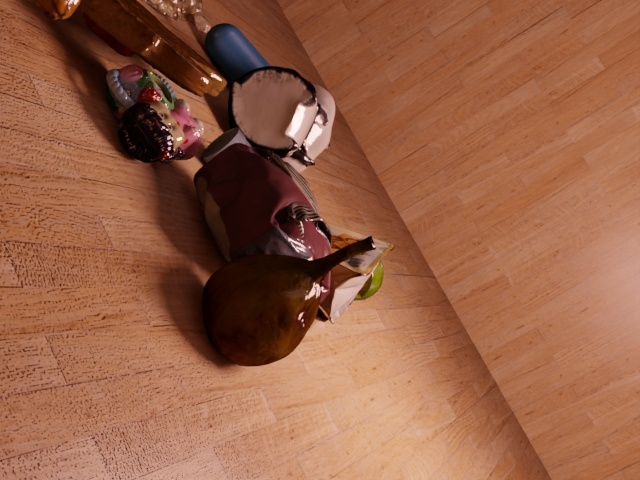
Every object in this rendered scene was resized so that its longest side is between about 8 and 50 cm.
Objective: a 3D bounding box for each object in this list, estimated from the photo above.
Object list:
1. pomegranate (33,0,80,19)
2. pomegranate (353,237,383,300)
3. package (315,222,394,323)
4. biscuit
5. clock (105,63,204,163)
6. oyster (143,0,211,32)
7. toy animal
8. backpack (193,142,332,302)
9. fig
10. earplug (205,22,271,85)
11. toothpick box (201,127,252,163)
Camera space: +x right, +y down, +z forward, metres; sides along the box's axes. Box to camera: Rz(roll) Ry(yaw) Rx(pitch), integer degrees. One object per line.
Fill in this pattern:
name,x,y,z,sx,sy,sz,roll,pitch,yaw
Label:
pomegranate,-0.403,-0.507,1.285,0.410,0.410,0.410,53,15,-21
pomegranate,0.100,0.069,2.163,0.122,0.169,0.143,31,20,-53
package,0.016,0.079,1.958,0.221,0.165,0.311,18,14,11
biscuit,-0.346,-0.392,1.642,0.368,0.076,0.394,40,7,-7
clock,-0.302,-0.219,1.543,0.194,0.100,0.195,53,12,-4
oyster,-0.415,-0.662,2.082,0.396,0.111,0.204,40,19,-41
toy animal,-0.087,-0.301,2.184,0.251,0.251,0.310,61,6,11
backpack,-0.076,-0.005,1.650,0.317,0.197,0.283,47,14,-46
fig,-0.043,0.102,1.416,0.190,0.290,0.190,170,-90,-90
earplug,-0.202,-0.460,2.348,0.273,0.132,0.132,51,15,-13
toothpick box,-0.165,-0.148,1.846,0.153,0.101,0.101,52,15,-24
